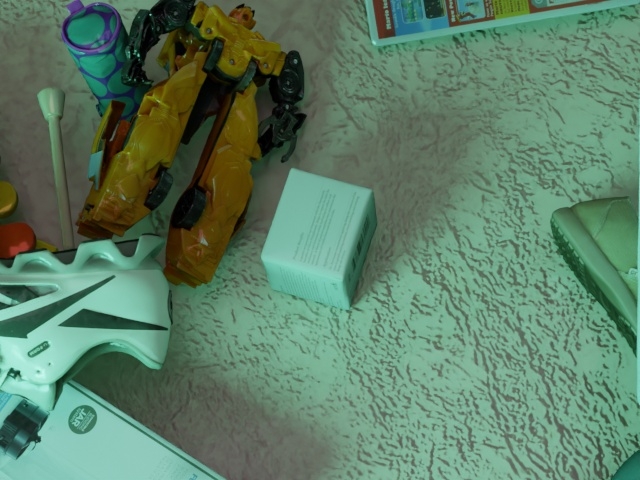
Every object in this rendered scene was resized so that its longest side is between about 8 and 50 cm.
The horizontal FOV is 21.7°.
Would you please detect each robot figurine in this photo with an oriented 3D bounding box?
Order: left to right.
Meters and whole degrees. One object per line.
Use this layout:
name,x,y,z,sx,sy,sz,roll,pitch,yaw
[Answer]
robot figurine,-0.131,-0.112,1.689,0.211,0.085,0.291,31,65,-24

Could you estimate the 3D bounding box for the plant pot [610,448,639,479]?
plant pot,0.343,0.275,1.440,0.290,0.290,0.195,-18,31,-1

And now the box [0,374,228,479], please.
box,-0.217,0.242,1.585,0.290,0.087,0.169,32,75,16

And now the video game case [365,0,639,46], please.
video game case,0.179,-0.325,1.744,0.285,0.025,0.204,-8,96,7

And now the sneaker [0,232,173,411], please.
sneaker,-0.298,0.089,1.538,0.330,0.122,0.146,-9,80,-3

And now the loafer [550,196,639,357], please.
loafer,0.323,0.058,1.595,0.092,0.102,0.268,-33,68,-1

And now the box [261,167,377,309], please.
box,0.000,0.000,1.651,0.087,0.102,0.101,15,71,9

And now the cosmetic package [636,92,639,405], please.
cosmetic package,0.489,-0.043,1.369,0.393,0.327,0.329,8,33,22

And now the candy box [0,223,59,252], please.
candy box,-0.381,0.018,1.725,0.206,0.027,0.105,21,68,13

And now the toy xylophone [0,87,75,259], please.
toy xylophone,-0.359,-0.034,1.685,0.236,0.081,0.323,-6,65,2

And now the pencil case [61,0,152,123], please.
pencil case,-0.217,-0.180,1.719,0.064,0.152,0.070,-28,62,-6
